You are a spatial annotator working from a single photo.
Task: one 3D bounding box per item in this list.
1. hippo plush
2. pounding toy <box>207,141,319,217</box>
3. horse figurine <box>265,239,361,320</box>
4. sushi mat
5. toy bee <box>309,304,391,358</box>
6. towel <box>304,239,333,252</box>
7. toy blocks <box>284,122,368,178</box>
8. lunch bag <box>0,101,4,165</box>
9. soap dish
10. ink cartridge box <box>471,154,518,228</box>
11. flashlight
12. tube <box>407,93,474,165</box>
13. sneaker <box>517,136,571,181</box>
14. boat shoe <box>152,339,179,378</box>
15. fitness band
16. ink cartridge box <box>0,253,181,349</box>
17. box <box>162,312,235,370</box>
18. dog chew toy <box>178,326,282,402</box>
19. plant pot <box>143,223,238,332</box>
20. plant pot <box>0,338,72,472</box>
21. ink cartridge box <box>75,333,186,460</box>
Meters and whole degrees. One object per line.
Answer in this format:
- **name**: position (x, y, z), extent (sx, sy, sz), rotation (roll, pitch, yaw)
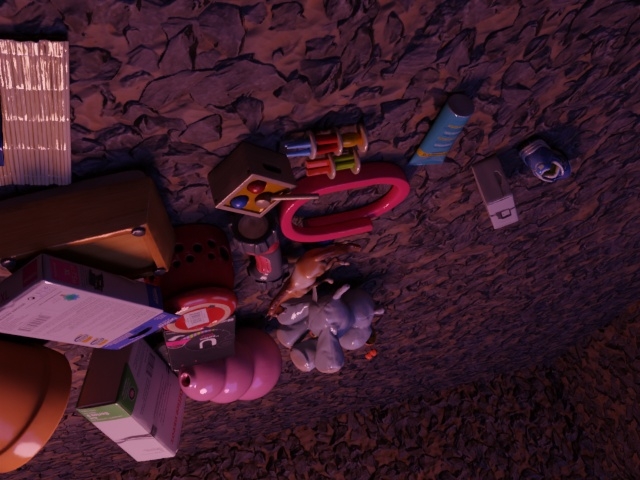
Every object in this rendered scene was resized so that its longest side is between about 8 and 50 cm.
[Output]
- **hippo plush**: position (0.028, 0.201, 1.808), extent (0.236, 0.234, 0.294), rotation (-14, 116, -51)
- **pounding toy**: position (-0.103, -0.098, 1.196), extent (0.141, 0.100, 0.130), rotation (12, 141, -46)
- **horse figurine**: position (-0.016, 0.077, 1.542), extent (0.174, 0.066, 0.263), rotation (-12, 151, -44)
- **sushi mat**: position (-0.435, -0.170, 0.935), extent (0.151, 0.019, 0.316), rotation (-7, 151, -24)
- **toy bee**: position (0.107, 0.276, 1.987), extent (0.298, 0.162, 0.195), rotation (-11, 151, -15)
- **towel**: position (0.000, 0.000, 1.533), extent (0.067, 0.029, 0.119), rotation (-15, 153, -14)
- **toy blocks**: position (0.003, -0.157, 1.206), extent (0.148, 0.054, 0.123), rotation (-11, 152, -16)
- **lunch bag**: position (-0.446, -0.139, 0.851), extent (0.065, 0.099, 0.067), rotation (-3, 155, -24)
- **soap dish**: position (-0.413, 0.000, 1.163), extent (0.290, 0.118, 0.229), rotation (-14, 153, -8)
- **ink cartridge box**: position (0.397, -0.108, 1.496), extent (0.063, 0.109, 0.150), rotation (-21, 154, 13)
- **flashlight**: position (-0.133, 0.026, 1.428), extent (0.103, 0.103, 0.304), rotation (-52, 167, -20)
- **tube**: position (0.236, -0.204, 1.285), extent (0.080, 0.052, 0.207), rotation (0, 156, -11)
- **sneaker**: position (0.518, -0.165, 1.499), extent (0.080, 0.081, 0.211), rotation (-38, 149, 31)
- **boat shoe**: position (-0.443, 0.348, 1.853), extent (0.118, 0.103, 0.320), rotation (15, 138, -15)
- **fitness band**: position (0.049, -0.082, 1.390), extent (0.290, 0.054, 0.209), rotation (-12, 150, -15)
- **ink cartridge box**: position (-0.424, 0.122, 1.186), extent (0.185, 0.065, 0.311), rotation (-29, 149, 23)
- **box**: position (-0.296, 0.188, 1.570), extent (0.165, 0.143, 0.270), rotation (-12, 153, -13)
- **dog chew toy**: position (-0.252, 0.347, 1.790), extent (0.206, 0.207, 0.331), rotation (-33, 164, 27)
- **plant pot**: position (-0.265, 0.085, 1.365), extent (0.191, 0.174, 0.191), rotation (-17, 154, -9)
- **plant pot**: position (-0.734, 0.341, 1.458), extent (0.290, 0.291, 0.203), rotation (-28, 137, 17)
- **ink cartridge box**: position (-0.469, 0.402, 1.679), extent (0.121, 0.211, 0.289), rotation (-13, 134, 13)
